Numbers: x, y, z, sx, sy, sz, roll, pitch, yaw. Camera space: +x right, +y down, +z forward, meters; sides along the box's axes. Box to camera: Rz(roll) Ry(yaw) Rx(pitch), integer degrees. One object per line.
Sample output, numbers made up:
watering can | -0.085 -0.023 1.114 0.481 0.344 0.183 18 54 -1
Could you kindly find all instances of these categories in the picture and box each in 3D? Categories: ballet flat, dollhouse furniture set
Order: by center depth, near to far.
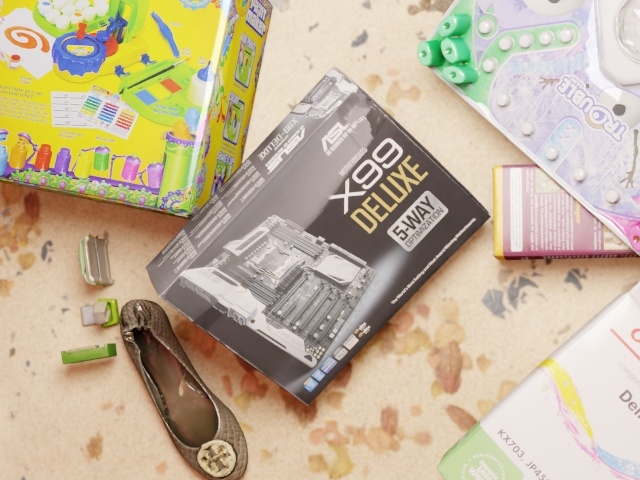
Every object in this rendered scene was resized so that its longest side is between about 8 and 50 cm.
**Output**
ballet flat | -0.168 0.179 1.492 0.084 0.058 0.250 -31 82 8
dollhouse furniture set | -0.284 0.069 1.512 0.058 0.076 0.152 -9 86 10

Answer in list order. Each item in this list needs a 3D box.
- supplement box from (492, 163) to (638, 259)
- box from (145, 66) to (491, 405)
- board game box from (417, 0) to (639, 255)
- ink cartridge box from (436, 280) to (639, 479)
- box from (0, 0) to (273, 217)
supplement box | 0.288 -0.032 1.405 0.188 0.081 0.104 -1 86 11
box | 0.000 0.000 1.391 0.307 0.076 0.242 -46 123 5
board game box | 0.336 -0.219 1.271 0.390 0.050 0.390 44 117 17
ink cartridge box | 0.324 0.197 1.365 0.353 0.119 0.207 -44 80 6
box | -0.236 -0.182 1.466 0.290 0.177 0.279 12 89 12
